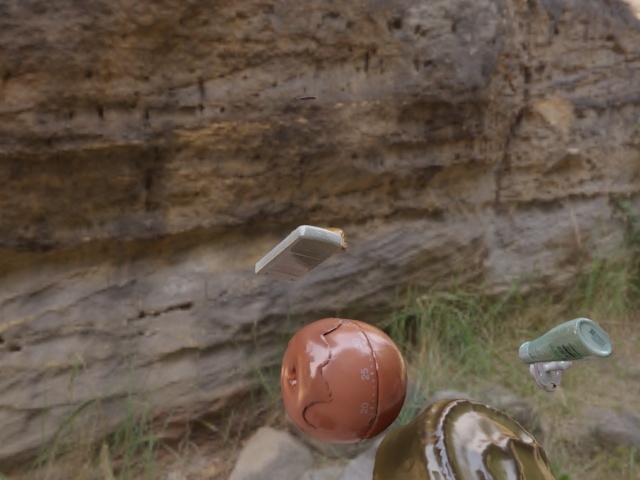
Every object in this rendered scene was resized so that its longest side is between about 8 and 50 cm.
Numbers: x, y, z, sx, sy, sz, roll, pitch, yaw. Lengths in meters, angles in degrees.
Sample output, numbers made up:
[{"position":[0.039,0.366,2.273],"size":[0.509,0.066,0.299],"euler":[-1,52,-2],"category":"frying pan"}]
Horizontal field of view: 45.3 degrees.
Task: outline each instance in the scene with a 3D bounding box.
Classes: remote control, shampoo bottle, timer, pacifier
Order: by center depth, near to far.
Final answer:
[{"position":[0.359,0.158,1.156],"size":[0.069,0.041,0.191],"euler":[40,-20,-2],"category":"shampoo bottle"},{"position":[-0.039,0.026,1.350],"size":[0.087,0.029,0.190],"euler":[14,-29,-25],"category":"remote control"},{"position":[0.039,0.258,1.419],"size":[0.214,0.230,0.229],"euler":[8,0,-26],"category":"timer"},{"position":[0.452,0.249,1.485],"size":[0.099,0.082,0.078],"euler":[6,-27,-45],"category":"pacifier"}]

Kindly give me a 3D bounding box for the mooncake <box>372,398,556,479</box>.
[{"position":[0.297,0.510,1.506],"size":[0.393,0.246,0.394],"euler":[37,30,-18],"category":"mooncake"}]

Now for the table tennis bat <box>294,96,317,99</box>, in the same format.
[{"position":[-0.036,-0.315,1.701],"size":[0.050,0.007,0.083],"euler":[-5,9,-13],"category":"table tennis bat"}]

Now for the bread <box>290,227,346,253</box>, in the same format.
[{"position":[-0.001,0.000,1.469],"size":[0.103,0.049,0.062],"euler":[0,-12,19],"category":"bread"}]
